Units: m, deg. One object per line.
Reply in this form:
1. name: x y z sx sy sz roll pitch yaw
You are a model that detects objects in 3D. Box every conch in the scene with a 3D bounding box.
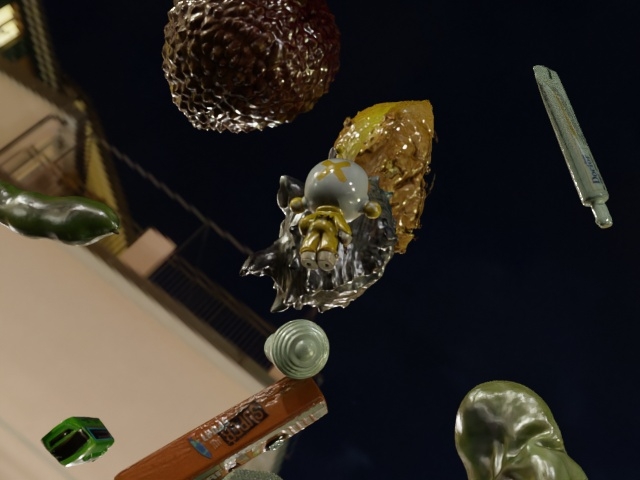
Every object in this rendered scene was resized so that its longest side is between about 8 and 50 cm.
1. conch: 0.003 0.013 1.538 0.186 0.313 0.240 31 -65 8

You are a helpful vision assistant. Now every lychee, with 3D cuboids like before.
1. lychee: -0.094 -0.253 1.388 0.271 0.236 0.236 -28 -75 41

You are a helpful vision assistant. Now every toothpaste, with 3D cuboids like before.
1. toothpaste: 0.358 -0.134 1.502 0.037 0.067 0.255 -32 -114 37

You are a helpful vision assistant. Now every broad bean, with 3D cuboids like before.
1. broad bean: 0.213 0.247 1.166 0.072 0.206 0.153 22 -75 -27
2. broad bean: -0.319 -0.032 1.215 0.254 0.065 0.046 15 -19 35

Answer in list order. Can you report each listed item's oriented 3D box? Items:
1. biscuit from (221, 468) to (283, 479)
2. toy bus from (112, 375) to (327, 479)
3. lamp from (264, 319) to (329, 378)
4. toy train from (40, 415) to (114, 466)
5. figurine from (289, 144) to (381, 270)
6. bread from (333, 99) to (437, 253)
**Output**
1. biscuit: -0.147 0.525 2.079 0.147 0.250 0.046 37 -60 12
2. toy bus: -0.178 0.367 1.904 0.093 0.409 0.092 53 -16 27
3. lamp: -0.052 0.195 1.920 0.106 0.106 0.193 49 -17 -8
4. toy train: -0.259 0.220 1.153 0.042 0.044 0.209 51 -9 5
5. figurine: 0.007 -0.034 1.211 0.101 0.143 0.068 27 -24 29
6. bread: 0.090 -0.115 1.762 0.160 0.147 0.260 24 -75 57
